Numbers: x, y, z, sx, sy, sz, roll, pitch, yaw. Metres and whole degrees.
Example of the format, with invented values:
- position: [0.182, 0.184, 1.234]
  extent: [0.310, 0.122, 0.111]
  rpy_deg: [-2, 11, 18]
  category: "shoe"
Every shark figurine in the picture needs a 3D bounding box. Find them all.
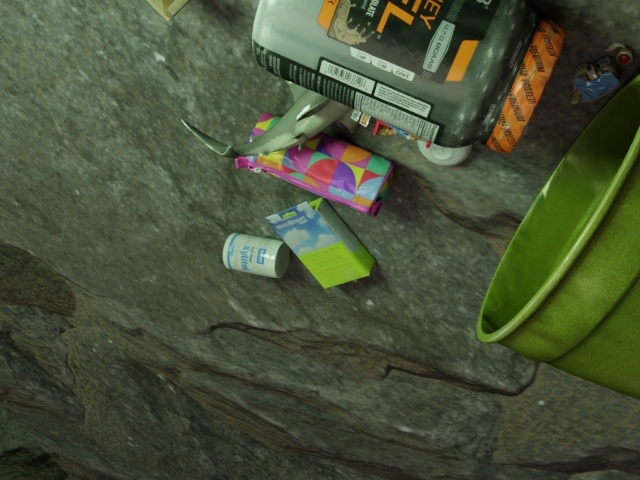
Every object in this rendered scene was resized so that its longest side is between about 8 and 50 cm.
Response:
- position: [-0.048, -0.192, 1.183]
  extent: [0.116, 0.278, 0.166]
  rpy_deg: [59, 179, 21]
  category: "shark figurine"

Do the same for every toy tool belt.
- position: [0.349, -0.202, 1.010]
  extent: [0.052, 0.051, 0.083]
  rpy_deg: [42, 137, -15]
  category: "toy tool belt"

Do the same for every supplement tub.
- position: [0.106, -0.244, 0.986]
  extent: [0.338, 0.207, 0.207]
  rpy_deg: [24, 139, 5]
  category: "supplement tub"
- position: [-0.117, 0.027, 1.483]
  extent: [0.107, 0.071, 0.071]
  rpy_deg: [9, 135, 21]
  category: "supplement tub"

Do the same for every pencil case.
- position: [-0.004, -0.114, 1.259]
  extent: [0.236, 0.104, 0.104]
  rpy_deg: [20, 138, 9]
  category: "pencil case"

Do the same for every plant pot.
- position: [0.433, 0.051, 0.963]
  extent: [0.353, 0.366, 0.366]
  rpy_deg: [31, 139, 3]
  category: "plant pot"

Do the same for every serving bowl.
- position: [0.178, -0.140, 1.185]
  extent: [0.083, 0.027, 0.083]
  rpy_deg: [16, 137, 16]
  category: "serving bowl"

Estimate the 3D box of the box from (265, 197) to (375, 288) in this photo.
- position: [0.000, 0.000, 1.411]
  extent: [0.109, 0.042, 0.178]
  rpy_deg: [-20, 119, 40]
  category: "box"

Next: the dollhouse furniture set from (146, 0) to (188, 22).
- position: [-0.184, -0.388, 1.051]
  extent: [0.123, 0.144, 0.151]
  rpy_deg: [45, 173, -16]
  category: "dollhouse furniture set"

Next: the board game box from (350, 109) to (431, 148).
- position: [0.111, -0.153, 1.107]
  extent: [0.168, 0.133, 0.033]
  rpy_deg: [42, 122, 45]
  category: "board game box"
